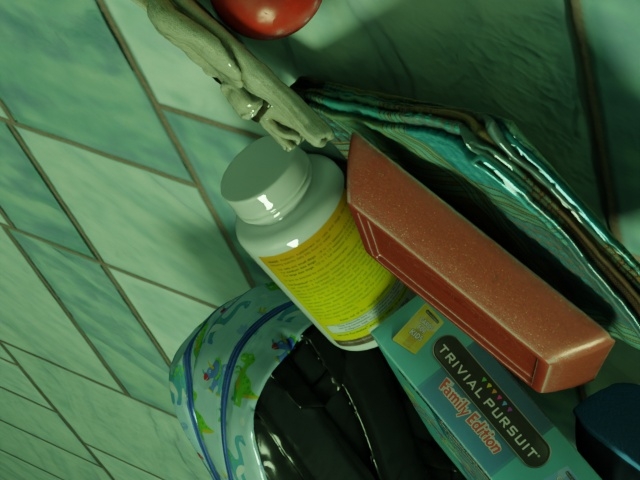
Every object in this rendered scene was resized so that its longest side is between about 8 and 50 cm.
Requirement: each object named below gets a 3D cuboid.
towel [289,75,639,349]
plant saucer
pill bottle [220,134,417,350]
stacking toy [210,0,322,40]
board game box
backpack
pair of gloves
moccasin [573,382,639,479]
[{"bbox_3d":[0.126,-0.020,1.243,0.271,0.040,0.370,44,172,-24],"label":"towel"},{"bbox_3d":[0.121,0.036,1.300,0.258,0.048,0.259,39,174,12],"label":"plant saucer"},{"bbox_3d":[0.000,0.000,1.472,0.117,0.117,0.215,5,146,47],"label":"pill bottle"},{"bbox_3d":[-0.093,-0.260,1.079,0.141,0.141,0.330,16,158,34],"label":"stacking toy"},{"bbox_3d":[0.185,0.213,1.531,0.254,0.079,0.336,50,175,27],"label":"board game box"},{"bbox_3d":[-0.010,0.215,1.736,0.273,0.290,0.356,33,155,38],"label":"backpack"},{"bbox_3d":[-0.080,-0.143,1.246,0.204,0.042,0.240,43,180,-9],"label":"pair of gloves"},{"bbox_3d":[0.358,0.250,1.376,0.342,0.137,0.117,48,154,50],"label":"moccasin"}]
